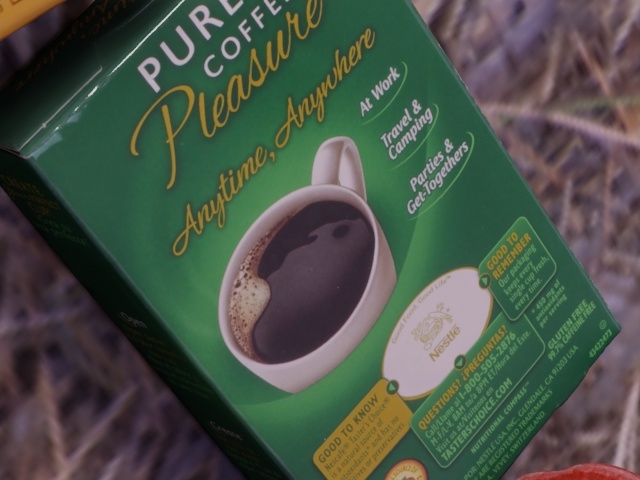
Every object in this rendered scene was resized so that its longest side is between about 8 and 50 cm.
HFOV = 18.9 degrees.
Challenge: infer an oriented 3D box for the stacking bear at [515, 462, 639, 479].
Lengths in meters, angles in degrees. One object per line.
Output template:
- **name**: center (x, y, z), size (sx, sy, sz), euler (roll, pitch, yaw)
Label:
- **stacking bear**: center (0.117, 0.225, 0.577), size (0.175, 0.164, 0.289), euler (-46, 137, -7)

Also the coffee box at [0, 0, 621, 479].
- **coffee box**: center (0.000, 0.000, 0.522), size (0.113, 0.040, 0.184), euler (-49, 124, -17)

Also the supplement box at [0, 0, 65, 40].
- **supplement box**: center (-0.128, -0.055, 0.396), size (0.233, 0.078, 0.080), euler (-37, 119, -23)
